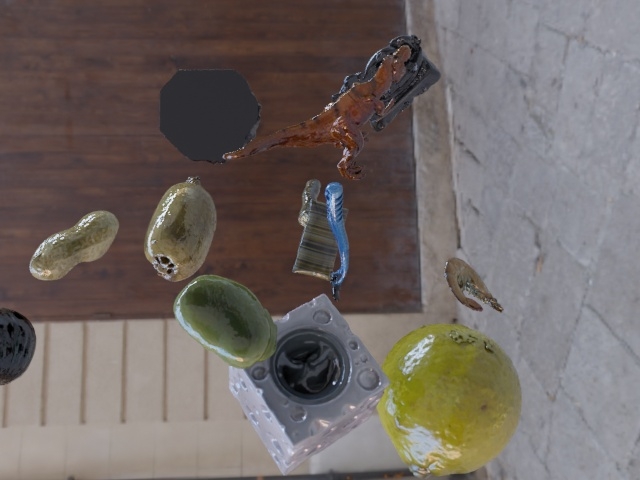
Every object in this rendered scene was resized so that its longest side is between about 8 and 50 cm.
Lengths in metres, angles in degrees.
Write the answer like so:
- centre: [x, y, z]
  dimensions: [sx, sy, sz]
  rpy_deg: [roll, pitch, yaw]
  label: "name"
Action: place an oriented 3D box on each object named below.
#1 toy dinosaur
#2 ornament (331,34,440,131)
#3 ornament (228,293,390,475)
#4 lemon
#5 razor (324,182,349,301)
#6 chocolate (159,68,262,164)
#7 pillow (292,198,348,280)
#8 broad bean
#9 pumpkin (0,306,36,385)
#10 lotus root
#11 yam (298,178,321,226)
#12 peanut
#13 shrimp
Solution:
- centre: [0.031, -0.211, 1.269]
  dimensions: [0.097, 0.432, 0.208]
  rpy_deg: [44, 167, 37]
  label: "toy dinosaur"
- centre: [0.134, -0.373, 1.463]
  dimensions: [0.106, 0.251, 0.260]
  rpy_deg: [55, -162, 21]
  label: "ornament"
- centre: [-0.034, 0.307, 1.356]
  dimensions: [0.239, 0.239, 0.240]
  rpy_deg: [52, 154, 24]
  label: "ornament"
- centre: [0.307, 0.388, 1.551]
  dimensions: [0.350, 0.349, 0.388]
  rpy_deg: [99, -170, -65]
  label: "lemon"
- centre: [0.033, -0.002, 1.233]
  dimensions: [0.082, 0.042, 0.253]
  rpy_deg: [-94, -1, -53]
  label: "razor"
- centre: [-0.236, -0.269, 1.477]
  dimensions: [0.177, 0.223, 0.207]
  rpy_deg: [25, -115, -85]
  label: "chocolate"
- centre: [0.000, 0.000, 1.724]
  dimensions: [0.038, 0.113, 0.204]
  rpy_deg: [-160, 85, -77]
  label: "pillow"
- centre: [-0.145, 0.127, 1.019]
  dimensions: [0.124, 0.174, 0.082]
  rpy_deg: [-43, 1, -35]
  label: "broad bean"
- centre: [-0.737, 0.258, 1.353]
  dimensions: [0.248, 0.247, 0.248]
  rpy_deg: [179, 90, -86]
  label: "pumpkin"
- centre: [-0.343, -0.046, 1.625]
  dimensions: [0.343, 0.151, 0.169]
  rpy_deg: [-79, -32, -44]
  label: "lotus root"
- centre: [-0.036, -0.132, 2.149]
  dimensions: [0.253, 0.060, 0.061]
  rpy_deg: [-82, -5, -56]
  label: "yam"
- centre: [-0.676, 0.018, 1.762]
  dimensions: [0.274, 0.111, 0.125]
  rpy_deg: [-37, -35, -34]
  label: "peanut"
- centre: [0.434, 0.144, 1.817]
  dimensions: [0.053, 0.236, 0.133]
  rpy_deg: [-35, 20, 35]
  label: "shrimp"
